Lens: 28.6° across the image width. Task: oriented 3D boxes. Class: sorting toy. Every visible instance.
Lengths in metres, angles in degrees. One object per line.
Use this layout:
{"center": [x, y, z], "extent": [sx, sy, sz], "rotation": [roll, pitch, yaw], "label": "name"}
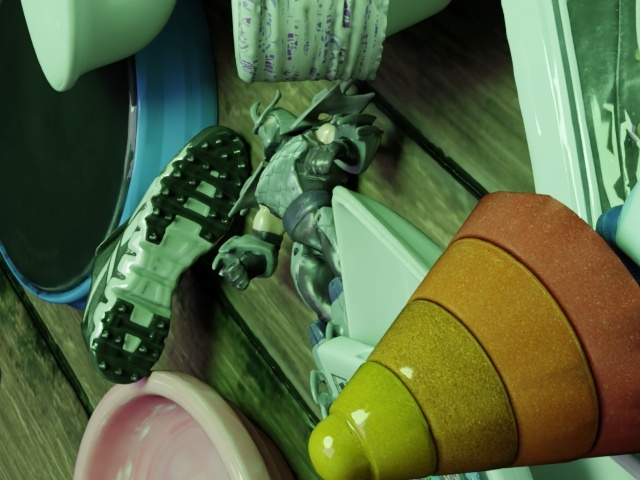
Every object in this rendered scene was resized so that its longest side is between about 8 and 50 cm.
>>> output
{"center": [0.092, 0.169, 0.513], "extent": [0.127, 0.126, 0.365], "rotation": [10, 123, 64], "label": "sorting toy"}

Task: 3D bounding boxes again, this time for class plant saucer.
{"center": [-0.107, 0.275, 1.069], "extent": [0.332, 0.084, 0.332], "rotation": [3, 94, 53], "label": "plant saucer"}

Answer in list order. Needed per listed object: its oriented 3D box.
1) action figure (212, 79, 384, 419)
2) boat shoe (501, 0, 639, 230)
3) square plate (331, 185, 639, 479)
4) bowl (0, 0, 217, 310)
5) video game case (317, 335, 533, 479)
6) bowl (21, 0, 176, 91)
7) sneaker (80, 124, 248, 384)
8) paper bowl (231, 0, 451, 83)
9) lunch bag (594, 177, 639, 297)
{"center": [0.000, 0.000, 0.915], "extent": [0.185, 0.099, 0.285], "rotation": [-57, 45, 43], "label": "action figure"}
{"center": [0.185, -0.023, 0.644], "extent": [0.119, 0.121, 0.335], "rotation": [-24, 77, 40], "label": "boat shoe"}
{"center": [0.130, 0.176, 0.683], "extent": [0.344, 0.049, 0.347], "rotation": [43, 153, 43], "label": "square plate"}
{"center": [-0.237, -0.120, 1.241], "extent": [0.391, 0.077, 0.391], "rotation": [2, 92, 53], "label": "bowl"}
{"center": [0.077, 0.156, 0.687], "extent": [0.183, 0.023, 0.201], "rotation": [10, 124, 66], "label": "video game case"}
{"center": [-0.169, -0.275, 0.997], "extent": [0.298, 0.134, 0.298], "rotation": [169, 90, -71], "label": "bowl"}
{"center": [-0.145, 0.003, 1.077], "extent": [0.106, 0.078, 0.234], "rotation": [21, 84, 59], "label": "sneaker"}
{"center": [0.014, -0.242, 0.792], "extent": [0.284, 0.148, 0.284], "rotation": [179, 90, -86], "label": "paper bowl"}
{"center": [0.250, 0.045, 0.460], "extent": [0.303, 0.243, 0.115], "rotation": [51, 128, 39], "label": "lunch bag"}
